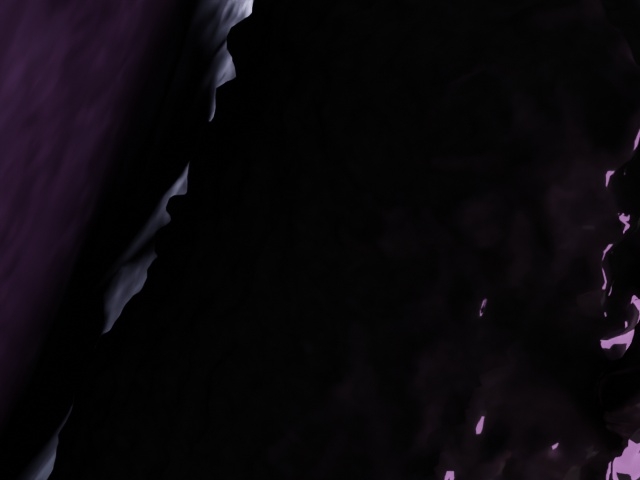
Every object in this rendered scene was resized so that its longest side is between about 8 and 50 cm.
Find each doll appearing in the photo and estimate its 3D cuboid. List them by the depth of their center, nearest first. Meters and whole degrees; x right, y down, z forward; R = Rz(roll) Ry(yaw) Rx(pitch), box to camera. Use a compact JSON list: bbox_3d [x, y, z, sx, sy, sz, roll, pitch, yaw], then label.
[{"bbox_3d":[0.023,0.056,0.483,0.247,0.247,0.349,-57,166,-60],"label":"doll"}]
